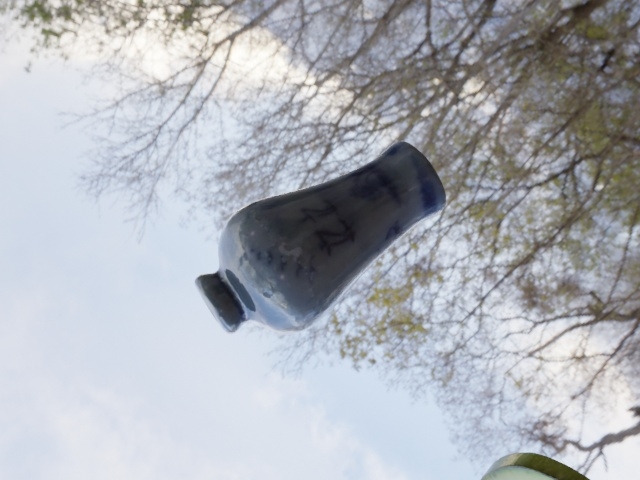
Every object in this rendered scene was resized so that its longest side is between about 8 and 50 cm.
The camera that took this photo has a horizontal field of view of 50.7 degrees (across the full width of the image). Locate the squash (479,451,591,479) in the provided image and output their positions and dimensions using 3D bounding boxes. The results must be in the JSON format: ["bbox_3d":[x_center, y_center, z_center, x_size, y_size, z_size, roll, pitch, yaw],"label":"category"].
[{"bbox_3d":[0.283,0.344,0.790,0.041,0.219,0.219,-33,-108,-36],"label":"squash"}]

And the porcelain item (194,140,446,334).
[{"bbox_3d":[0.000,0.000,0.678,0.259,0.141,0.141,-32,-113,-11],"label":"porcelain item"}]
